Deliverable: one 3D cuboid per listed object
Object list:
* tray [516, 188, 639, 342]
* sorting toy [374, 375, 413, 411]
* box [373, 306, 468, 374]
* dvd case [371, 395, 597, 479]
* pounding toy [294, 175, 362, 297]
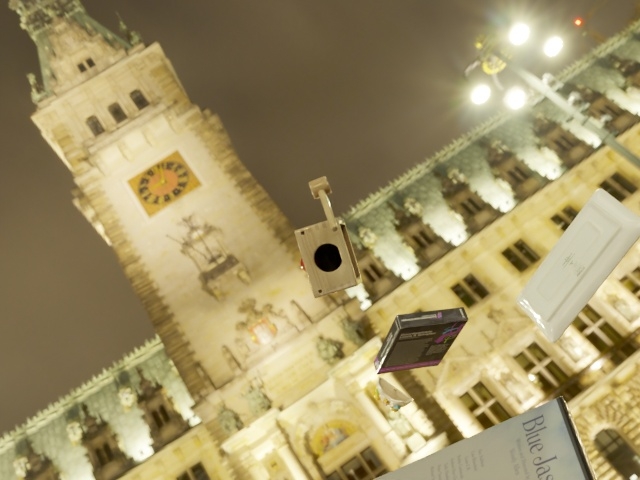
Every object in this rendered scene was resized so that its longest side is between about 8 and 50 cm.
[{"bbox_3d":[0.459,0.042,1.264,0.030,0.145,0.270,20,-68,-27],"label":"tray"},{"bbox_3d":[0.138,0.307,1.375,0.045,0.083,0.075,-54,-14,-8],"label":"sorting toy"},{"bbox_3d":[0.160,0.165,1.129,0.116,0.029,0.162,-5,-34,-16],"label":"box"},{"bbox_3d":[0.157,0.274,0.711,0.253,0.180,0.022,-30,-69,17],"label":"dvd case"},{"bbox_3d":[-0.003,-0.005,1.257,0.094,0.206,0.181,-17,-2,7],"label":"pounding toy"}]
